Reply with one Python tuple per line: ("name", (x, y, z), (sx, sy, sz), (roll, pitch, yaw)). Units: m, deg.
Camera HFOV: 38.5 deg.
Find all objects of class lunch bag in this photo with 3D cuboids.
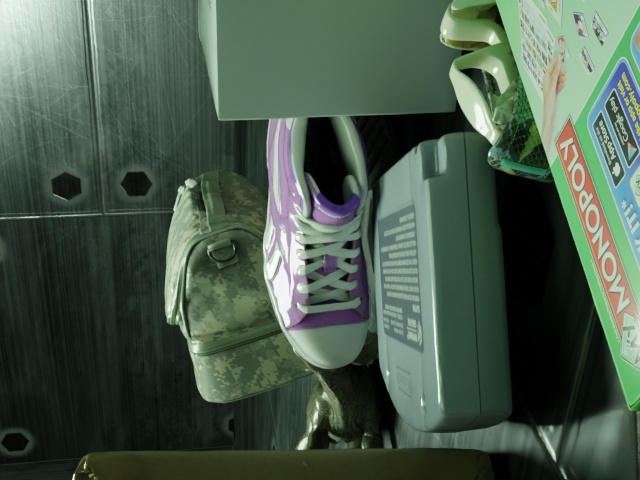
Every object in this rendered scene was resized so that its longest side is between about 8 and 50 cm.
("lunch bag", (-0.123, 0.049, 1.339), (0.305, 0.212, 0.256), (-115, 10, -69))

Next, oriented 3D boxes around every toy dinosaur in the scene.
("toy dinosaur", (0.025, 0.193, 1.038), (0.313, 0.121, 0.160), (85, -167, -62))

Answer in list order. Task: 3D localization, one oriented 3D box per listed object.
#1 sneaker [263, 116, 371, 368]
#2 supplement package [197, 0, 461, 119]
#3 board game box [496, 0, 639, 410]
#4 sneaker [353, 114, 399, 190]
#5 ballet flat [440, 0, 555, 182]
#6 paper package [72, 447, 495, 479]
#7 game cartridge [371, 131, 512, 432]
("sneaker", (-0.001, 0.000, 0.829), (0.161, 0.102, 0.282), (-128, 29, -75))
("supplement package", (0.000, -0.205, 0.753), (0.203, 0.194, 0.149), (-109, 18, -60))
("board game box", (0.144, -0.117, 0.388), (0.213, 0.046, 0.317), (101, 163, -57))
("sneaker", (0.010, -0.178, 1.000), (0.330, 0.146, 0.122), (54, 125, 32))
("ballet flat", (0.106, -0.117, 0.551), (0.070, 0.070, 0.188), (101, 164, -53))
("paper package", (-0.037, 0.260, 0.750), (0.325, 0.309, 0.168), (122, 149, -72))
("game cartridge", (0.082, 0.039, 0.686), (0.297, 0.062, 0.198), (152, 111, -86))
